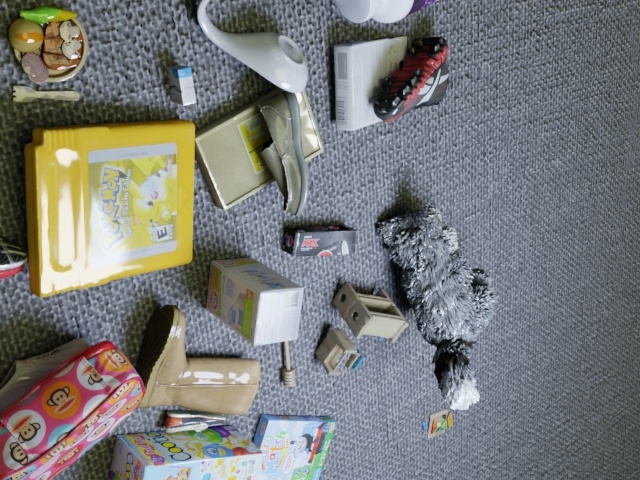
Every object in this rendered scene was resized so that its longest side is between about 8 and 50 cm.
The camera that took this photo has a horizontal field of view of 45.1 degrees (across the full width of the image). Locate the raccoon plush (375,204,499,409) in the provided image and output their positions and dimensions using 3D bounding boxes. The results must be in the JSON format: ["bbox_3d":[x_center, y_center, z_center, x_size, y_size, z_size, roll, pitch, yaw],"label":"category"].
[{"bbox_3d":[0.279,0.120,1.769,0.216,0.446,0.299,-29,127,12],"label":"raccoon plush"}]

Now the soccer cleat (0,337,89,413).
[{"bbox_3d":[-0.510,0.233,1.396,0.196,0.068,0.076,-41,107,-24],"label":"soccer cleat"}]

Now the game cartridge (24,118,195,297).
[{"bbox_3d":[-0.364,-0.066,1.373,0.323,0.052,0.285,-15,115,-48],"label":"game cartridge"}]

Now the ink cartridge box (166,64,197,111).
[{"bbox_3d":[-0.256,-0.279,1.425,0.028,0.048,0.083,-20,116,-31],"label":"ink cartridge box"}]

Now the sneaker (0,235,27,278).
[{"bbox_3d":[-0.621,0.067,1.250,0.279,0.107,0.118,-15,134,-32],"label":"sneaker"}]

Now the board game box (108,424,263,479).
[{"bbox_3d":[-0.282,0.487,1.607,0.275,0.142,0.144,6,101,-39],"label":"board game box"}]

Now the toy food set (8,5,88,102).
[{"bbox_3d":[-0.445,-0.322,1.271,0.132,0.038,0.192,-7,109,-36],"label":"toy food set"}]

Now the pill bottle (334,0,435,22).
[{"bbox_3d":[0.180,-0.562,1.577,0.323,0.181,0.182,-33,122,-24],"label":"pill bottle"}]

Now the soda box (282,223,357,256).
[{"bbox_3d":[0.000,0.000,1.715,0.168,0.053,0.060,-2,107,-36],"label":"soda box"}]

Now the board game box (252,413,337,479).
[{"bbox_3d":[-0.071,0.497,1.840,0.211,0.039,0.160,12,98,-39],"label":"board game box"}]

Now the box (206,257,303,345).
[{"bbox_3d":[-0.136,0.118,1.552,0.103,0.203,0.114,-4,109,-36],"label":"box"}]

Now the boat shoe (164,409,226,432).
[{"bbox_3d":[-0.267,0.388,1.644,0.137,0.049,0.043,10,90,-34],"label":"boat shoe"}]

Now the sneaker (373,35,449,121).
[{"bbox_3d":[0.212,-0.333,1.709,0.276,0.097,0.135,-53,136,-33],"label":"sneaker"}]

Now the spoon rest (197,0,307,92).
[{"bbox_3d":[-0.129,-0.376,1.461,0.084,0.137,0.276,-33,131,30],"label":"spoon rest"}]

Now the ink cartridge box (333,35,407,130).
[{"bbox_3d":[0.114,-0.351,1.699,0.224,0.056,0.181,-28,122,-49],"label":"ink cartridge box"}]

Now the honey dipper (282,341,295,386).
[{"bbox_3d":[-0.076,0.256,1.760,0.030,0.030,0.161,-15,112,-33],"label":"honey dipper"}]

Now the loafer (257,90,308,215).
[{"bbox_3d":[-0.079,-0.171,1.537,0.087,0.094,0.251,-8,102,-9],"label":"loafer"}]

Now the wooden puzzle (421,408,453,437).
[{"bbox_3d":[0.333,0.516,2.173,0.116,0.014,0.079,-18,115,-32],"label":"wooden puzzle"}]

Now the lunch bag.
[{"bbox_3d":[-0.453,0.327,1.392,0.293,0.120,0.258,-39,165,-21],"label":"lunch bag"}]

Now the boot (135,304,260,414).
[{"bbox_3d":[-0.241,0.251,1.600,0.269,0.089,0.236,12,109,-39],"label":"boot"}]

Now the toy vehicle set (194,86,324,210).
[{"bbox_3d":[-0.125,-0.196,1.563,0.267,0.035,0.166,-33,123,-24],"label":"toy vehicle set"}]

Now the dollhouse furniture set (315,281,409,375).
[{"bbox_3d":[0.085,0.212,1.828,0.129,0.129,0.184,13,121,-40],"label":"dollhouse furniture set"}]
